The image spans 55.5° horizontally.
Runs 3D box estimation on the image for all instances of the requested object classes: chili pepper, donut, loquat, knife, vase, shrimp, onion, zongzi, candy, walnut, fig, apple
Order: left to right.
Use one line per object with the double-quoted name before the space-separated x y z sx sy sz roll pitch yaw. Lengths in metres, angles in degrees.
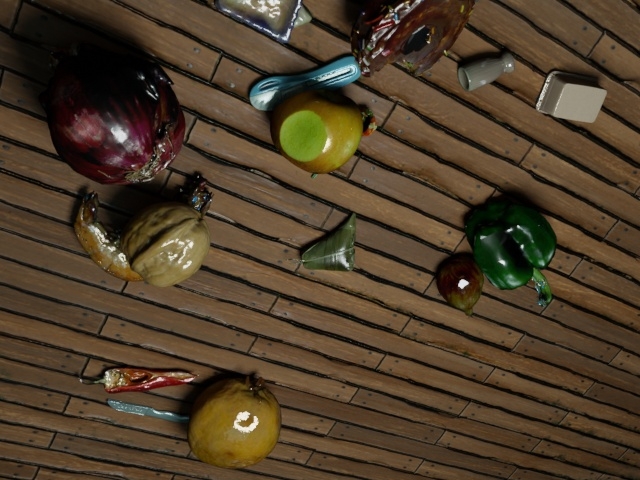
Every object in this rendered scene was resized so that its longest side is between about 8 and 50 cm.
"onion" -0.339 -0.198 0.989 0.221 0.281 0.281 -32 122 3
"chili pepper" -0.420 0.322 1.415 0.267 0.059 0.050 -1 159 -15
"shrimp" -0.354 -0.047 1.203 0.290 0.054 0.222 -44 118 14
"knife" -0.419 0.419 1.489 0.210 0.015 0.028 18 122 -21
"walnut" -0.286 0.005 1.133 0.166 0.149 0.167 0 93 -5
"loquat" -0.202 0.439 1.444 0.238 0.193 0.239 -3 116 -5
"knife" -0.026 -0.295 1.140 0.221 0.031 0.064 -19 119 -1
"apple" -0.003 -0.210 1.127 0.163 0.146 0.147 41 120 4
"zongzi" 0.000 0.000 1.324 0.154 0.062 0.131 3 100 3
"candy" 0.041 -0.189 1.219 0.055 0.049 0.185 45 115 2
"donut" 0.151 -0.378 1.039 0.230 0.096 0.216 -19 156 -31
"fig" 0.335 0.113 1.422 0.109 0.103 0.155 -17 117 24
"vase" 0.324 -0.331 1.184 0.100 0.053 0.053 -21 123 -4
"chili pepper" 0.435 0.034 1.363 0.174 0.165 0.261 -44 118 -6

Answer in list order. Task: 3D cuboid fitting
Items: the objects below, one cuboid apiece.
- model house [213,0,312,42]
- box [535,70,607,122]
"model house" -0.031 -0.467 0.913 0.312 0.245 0.280 -20 129 5
"box" 0.516 -0.290 1.245 0.122 0.062 0.089 6 119 -15
